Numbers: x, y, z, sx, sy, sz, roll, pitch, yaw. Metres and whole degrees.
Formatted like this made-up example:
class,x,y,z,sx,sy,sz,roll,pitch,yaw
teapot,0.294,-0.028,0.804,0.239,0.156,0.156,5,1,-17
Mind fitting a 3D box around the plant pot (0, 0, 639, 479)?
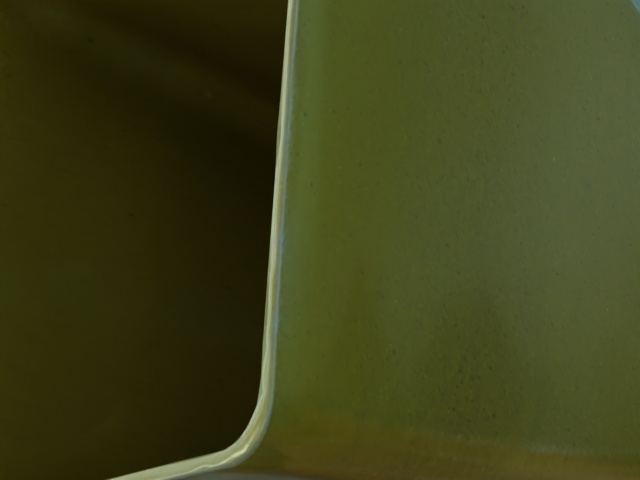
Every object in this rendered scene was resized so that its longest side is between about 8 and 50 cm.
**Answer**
class,x,y,z,sx,sy,sz,roll,pitch,yaw
plant pot,0.000,0.000,0.598,0.212,0.187,0.212,-22,57,48
